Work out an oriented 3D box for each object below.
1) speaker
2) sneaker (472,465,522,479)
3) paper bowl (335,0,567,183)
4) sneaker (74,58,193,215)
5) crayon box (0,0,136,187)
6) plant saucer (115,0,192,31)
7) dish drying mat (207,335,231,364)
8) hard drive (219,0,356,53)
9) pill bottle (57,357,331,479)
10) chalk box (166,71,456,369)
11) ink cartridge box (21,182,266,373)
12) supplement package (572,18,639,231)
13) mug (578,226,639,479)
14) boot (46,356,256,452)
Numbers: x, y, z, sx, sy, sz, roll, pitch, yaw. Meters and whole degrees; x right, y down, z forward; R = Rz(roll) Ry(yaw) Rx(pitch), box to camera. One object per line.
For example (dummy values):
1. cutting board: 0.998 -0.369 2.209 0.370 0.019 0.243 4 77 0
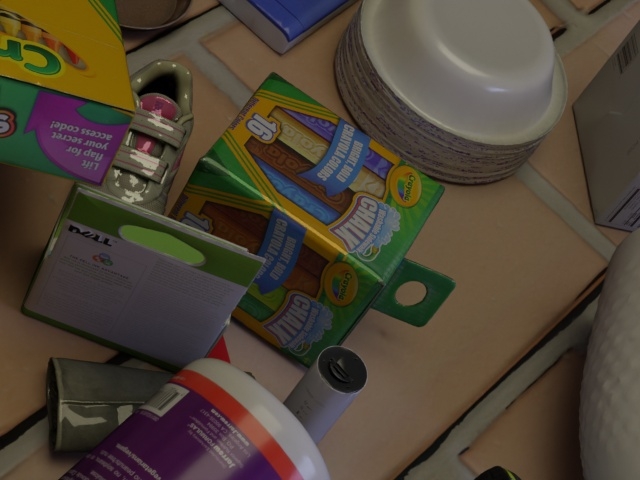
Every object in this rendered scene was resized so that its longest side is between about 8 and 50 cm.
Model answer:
1. speaker: -0.003 0.161 1.573 0.055 0.136 0.055 14 51 -17
2. sneaker: 0.216 0.363 1.572 0.121 0.111 0.300 25 38 -43
3. paper bowl: 0.172 -0.221 1.945 0.284 0.148 0.284 13 52 -18
4. sneaker: -0.196 -0.101 1.687 0.103 0.111 0.252 18 50 -15
5. crayon box: -0.371 -0.218 1.475 0.363 0.106 0.313 13 34 -25
6. plant saucer: -0.234 -0.308 1.879 0.169 0.029 0.168 14 51 -18
7. dish drying mat: -0.116 0.099 1.648 0.032 0.008 0.083 -1 56 -29
8. hard drive: -0.028 -0.383 2.033 0.210 0.040 0.319 42 48 7
9. pill bottle: -0.155 0.263 1.359 0.181 0.181 0.323 45 69 9
10. chalk box: 0.000 0.000 1.663 0.289 0.180 0.179 34 45 1
11. ink cartridge box: -0.162 0.012 1.517 0.189 0.255 0.097 22 55 -10
12. supplement package: 0.451 -0.161 1.962 0.145 0.262 0.204 12 52 -19
13. mug: 0.441 0.209 1.707 0.374 0.276 0.328 47 47 -31
14. boot: -0.153 0.191 1.517 0.209 0.076 0.189 8 40 -30
